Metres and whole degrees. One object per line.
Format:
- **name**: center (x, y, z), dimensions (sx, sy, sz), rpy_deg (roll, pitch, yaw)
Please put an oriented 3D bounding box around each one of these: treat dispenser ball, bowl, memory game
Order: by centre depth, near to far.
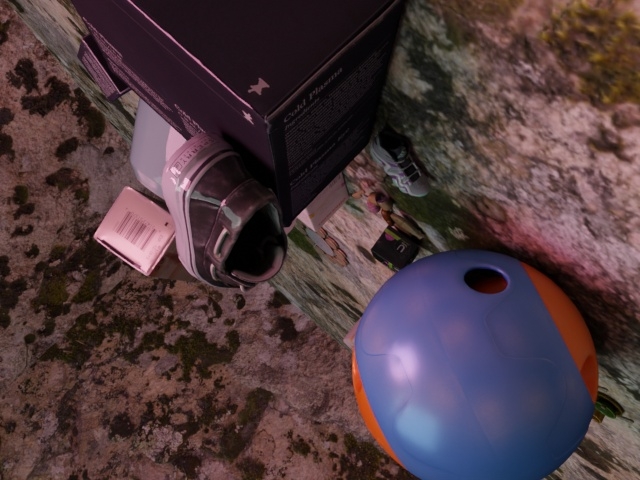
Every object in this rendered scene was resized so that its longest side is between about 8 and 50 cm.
- **treat dispenser ball**: center (0.182, 0.154, 0.695), dimensions (0.288, 0.288, 0.288), rpy_deg (42, 167, 12)
- **bowl**: center (-0.240, -0.151, 1.108), dimensions (0.311, 0.163, 0.311), rpy_deg (31, -174, -3)
- **memory game**: center (0.000, 0.000, 1.413), dimensions (0.186, 0.012, 0.186), rpy_deg (42, 167, 12)

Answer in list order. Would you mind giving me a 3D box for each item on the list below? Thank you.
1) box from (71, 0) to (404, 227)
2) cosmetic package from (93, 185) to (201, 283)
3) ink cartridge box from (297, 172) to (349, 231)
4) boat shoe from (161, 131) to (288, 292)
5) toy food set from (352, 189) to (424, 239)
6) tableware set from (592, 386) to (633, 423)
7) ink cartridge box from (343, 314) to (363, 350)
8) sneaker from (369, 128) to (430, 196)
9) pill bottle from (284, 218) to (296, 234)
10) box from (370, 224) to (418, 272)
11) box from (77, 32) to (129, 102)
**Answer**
- **box**: center (-0.107, -0.224, 0.634), dimensions (0.343, 0.179, 0.312), rpy_deg (42, 169, 8)
- **cosmetic package**: center (-0.336, -0.001, 1.245), dimensions (0.153, 0.129, 0.296), rpy_deg (32, 179, 12)
- **ink cartridge box**: center (-0.019, -0.092, 0.982), dimensions (0.090, 0.092, 0.143), rpy_deg (39, 166, 26)
- **boat shoe**: center (-0.101, 0.008, 0.681), dimensions (0.119, 0.121, 0.335), rpy_deg (45, 167, 15)
- **toy food set**: center (0.109, -0.045, 0.906), dimensions (0.122, 0.019, 0.078), rpy_deg (38, 169, -8)
- **tableware set**: center (0.391, 0.224, 0.863), dimensions (0.154, 0.024, 0.104), rpy_deg (47, 168, -12)
- **ink cartridge box**: center (0.174, 0.193, 1.118), dimensions (0.171, 0.168, 0.233), rpy_deg (43, 168, 1)
- **sneaker**: center (0.102, -0.098, 0.702), dimensions (0.098, 0.038, 0.069), rpy_deg (43, 168, 7)
- **pill bottle**: center (-0.163, -0.089, 1.350), dimensions (0.245, 0.136, 0.136), rpy_deg (30, 161, 49)
- **box**: center (0.124, 0.019, 0.941), dimensions (0.062, 0.052, 0.083), rpy_deg (35, 177, 14)
- **box**: center (-0.350, -0.346, 1.052), dimensions (0.108, 0.153, 0.207), rpy_deg (58, 165, -21)
